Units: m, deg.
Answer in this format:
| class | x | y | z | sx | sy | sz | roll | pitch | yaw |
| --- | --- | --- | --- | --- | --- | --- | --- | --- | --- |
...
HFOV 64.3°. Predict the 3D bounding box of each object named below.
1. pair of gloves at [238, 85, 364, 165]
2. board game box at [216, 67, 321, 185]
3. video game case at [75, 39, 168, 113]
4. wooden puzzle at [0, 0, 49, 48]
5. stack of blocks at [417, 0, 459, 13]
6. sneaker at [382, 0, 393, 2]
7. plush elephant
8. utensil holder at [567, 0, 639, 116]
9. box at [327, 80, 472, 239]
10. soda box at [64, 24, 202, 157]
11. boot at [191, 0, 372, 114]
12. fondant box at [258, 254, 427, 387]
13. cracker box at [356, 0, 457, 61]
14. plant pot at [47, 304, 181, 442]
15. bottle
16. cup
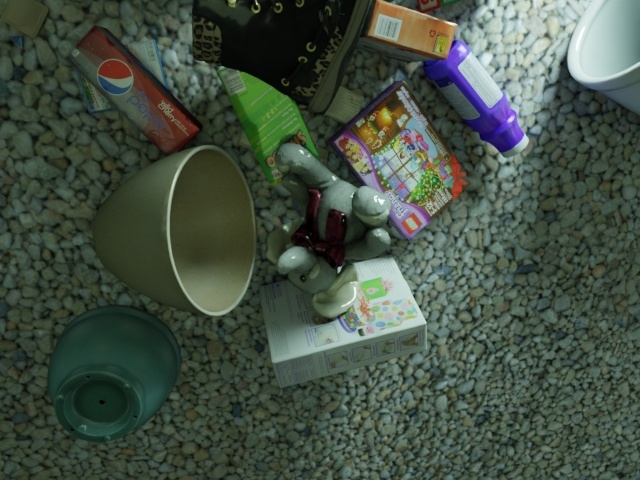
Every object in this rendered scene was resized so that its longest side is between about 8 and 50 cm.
| class | x | y | z | sx | sy | sz | roll | pitch | yaw |
| --- | --- | --- | --- | --- | --- | --- | --- | --- | --- |
| pair of gloves | -0.040 | -0.261 | 1.106 | 0.204 | 0.042 | 0.240 | 31 | 100 | -16 |
| board game box | -0.102 | -0.254 | 1.067 | 0.124 | 0.039 | 0.259 | -23 | 105 | 6 |
| video game case | -0.406 | -0.334 | 1.042 | 0.166 | 0.015 | 0.119 | -12 | 109 | -5 |
| wooden puzzle | -0.571 | -0.440 | 0.986 | 0.078 | 0.014 | 0.116 | 38 | 98 | -13 |
| stack of blocks | 0.272 | -0.546 | 0.948 | 0.297 | 0.087 | 0.171 | -37 | 117 | -41 |
| sneaker | 0.073 | -0.575 | 0.989 | 0.178 | 0.124 | 0.296 | -24 | 78 | 31 |
| plush elephant | 0.000 | 0.000 | 1.055 | 0.272 | 0.330 | 0.255 | 35 | 89 | 23 |
| utensil holder | 0.782 | -0.382 | 1.047 | 0.385 | 0.327 | 0.328 | 24 | 102 | -17 |
| box | 0.183 | -0.174 | 1.141 | 0.201 | 0.057 | 0.293 | -42 | 111 | -2 |
| soda box | -0.360 | -0.290 | 1.010 | 0.092 | 0.083 | 0.263 | -42 | 109 | 6 |
| boot | -0.063 | -0.415 | 0.876 | 0.284 | 0.138 | 0.377 | 17 | 142 | -7 |
| fondant box | 0.042 | 0.171 | 1.141 | 0.330 | 0.238 | 0.096 | -14 | 127 | -3 |
| cracker box | 0.143 | -0.399 | 0.990 | 0.155 | 0.232 | 0.067 | 11 | 106 | -12 |
| plant pot | -0.472 | 0.318 | 1.140 | 0.293 | 0.196 | 0.293 | -3 | 107 | -8 |
| bottle | 0.346 | -0.302 | 1.111 | 0.092 | 0.118 | 0.283 | -45 | 107 | 6 |
| cup | -0.305 | -0.014 | 1.026 | 0.237 | 0.331 | 0.331 | -3 | 109 | 19 |
